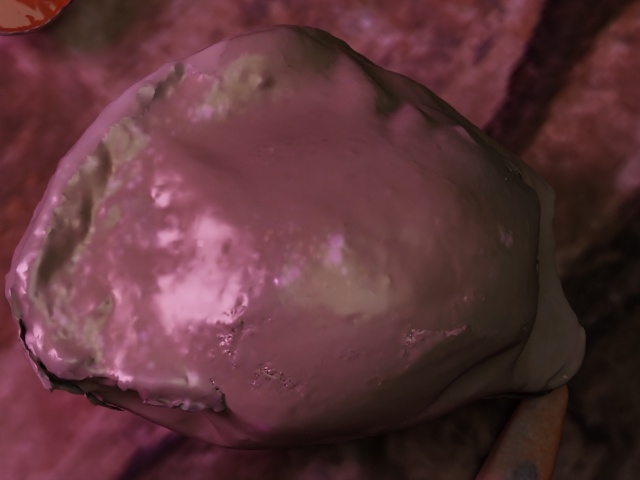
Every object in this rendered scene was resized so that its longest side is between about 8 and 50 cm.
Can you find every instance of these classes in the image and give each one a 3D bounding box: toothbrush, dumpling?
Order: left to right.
[{"bbox_3d":[0.000,0.000,0.511,0.199,0.118,0.136,9,66,-30],"label":"dumpling"},{"bbox_3d":[0.010,0.201,0.479,0.028,0.037,0.375,27,63,-5],"label":"toothbrush"}]

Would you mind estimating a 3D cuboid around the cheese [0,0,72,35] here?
[{"bbox_3d":[-0.186,-0.154,0.564,0.256,0.037,0.106,27,68,-1],"label":"cheese"}]
